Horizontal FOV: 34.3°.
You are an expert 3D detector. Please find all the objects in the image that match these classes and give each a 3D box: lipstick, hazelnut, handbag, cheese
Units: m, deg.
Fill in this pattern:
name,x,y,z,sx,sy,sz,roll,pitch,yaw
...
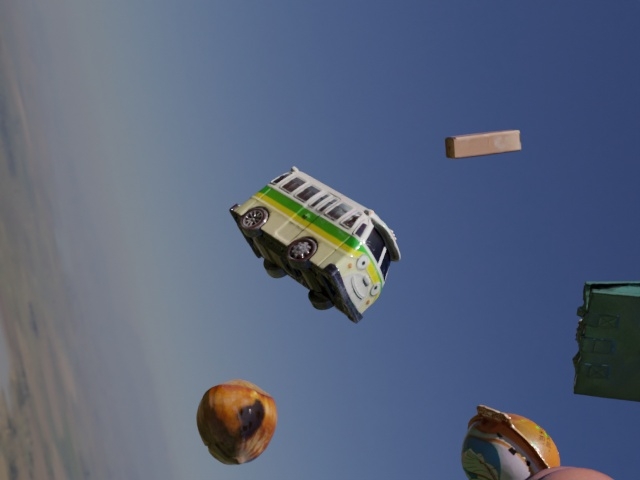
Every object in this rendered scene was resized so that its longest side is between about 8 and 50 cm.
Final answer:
name,x,y,z,sx,sy,sz,roll,pitch,yaw
lipstick,0.321,-0.191,2.049,0.045,0.145,0.045,-161,-117,-71
hazelnut,-0.169,0.379,2.166,0.182,0.182,0.182,168,-90,-77
handbag,0.666,0.204,2.146,0.100,0.274,0.268,-73,163,-61
cheese,0.360,0.438,1.887,0.217,0.129,0.329,15,-48,54

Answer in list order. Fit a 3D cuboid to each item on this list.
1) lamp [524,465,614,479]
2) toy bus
name,x,y,z,sx,sy,sz,roll,pitch,yaw
lamp,0.378,0.488,1.527,0.305,0.240,0.305,-163,-90,-86
toy bus,0.000,0.000,1.850,0.305,0.179,0.143,32,-23,44
